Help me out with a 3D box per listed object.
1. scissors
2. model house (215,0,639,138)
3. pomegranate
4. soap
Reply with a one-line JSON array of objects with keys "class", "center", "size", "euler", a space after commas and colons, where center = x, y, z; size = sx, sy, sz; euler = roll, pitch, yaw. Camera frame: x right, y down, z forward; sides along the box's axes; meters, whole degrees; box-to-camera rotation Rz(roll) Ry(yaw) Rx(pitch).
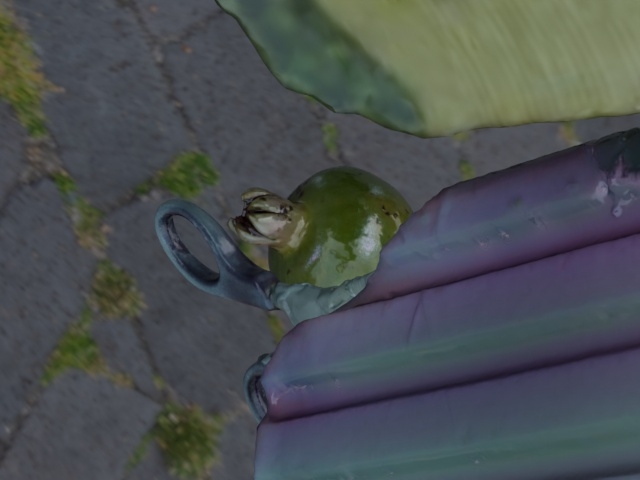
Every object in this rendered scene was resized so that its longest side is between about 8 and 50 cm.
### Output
[{"class": "scissors", "center": [0.003, 0.070, 1.317], "size": [0.029, 0.383, 0.256], "euler": [-34, 105, -30]}, {"class": "model house", "center": [0.122, -0.216, 0.578], "size": [0.261, 0.321, 0.266], "euler": [61, 41, -28]}, {"class": "pomegranate", "center": [0.008, 0.013, 1.756], "size": [0.210, 0.179, 0.179], "euler": [-14, 109, -43]}, {"class": "soap", "center": [0.114, 0.065, 0.744], "size": [0.109, 0.324, 0.193], "euler": [22, 62, -40]}]
